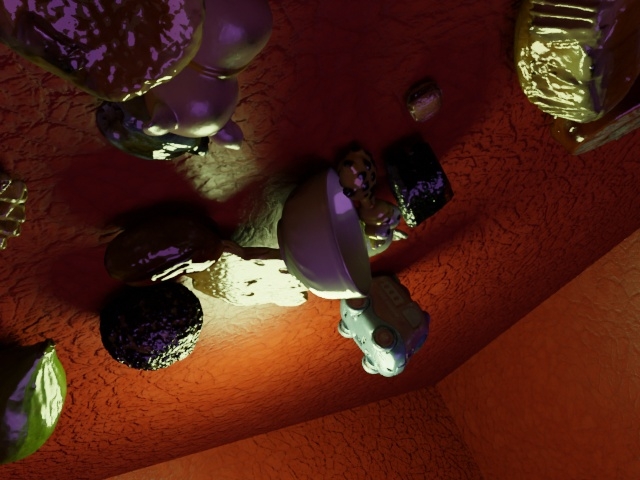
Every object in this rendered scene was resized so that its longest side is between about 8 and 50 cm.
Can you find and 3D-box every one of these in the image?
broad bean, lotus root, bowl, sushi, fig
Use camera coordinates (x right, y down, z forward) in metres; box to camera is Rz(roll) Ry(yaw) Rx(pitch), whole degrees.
[{"bbox_3d":[-0.299,0.015,1.191,0.228,0.122,0.156,-12,161,-18],"label":"broad bean"},{"bbox_3d":[-0.244,-0.172,0.940,0.113,0.088,0.192,-31,155,29],"label":"lotus root"},{"bbox_3d":[0.000,0.000,1.285,0.145,0.277,0.277,-18,156,16],"label":"bowl"},{"bbox_3d":[0.216,-0.123,1.375,0.126,0.136,0.225,-27,160,9],"label":"sushi"},{"bbox_3d":[-0.645,0.339,1.366,0.314,0.233,0.233,-33,153,4],"label":"fig"}]

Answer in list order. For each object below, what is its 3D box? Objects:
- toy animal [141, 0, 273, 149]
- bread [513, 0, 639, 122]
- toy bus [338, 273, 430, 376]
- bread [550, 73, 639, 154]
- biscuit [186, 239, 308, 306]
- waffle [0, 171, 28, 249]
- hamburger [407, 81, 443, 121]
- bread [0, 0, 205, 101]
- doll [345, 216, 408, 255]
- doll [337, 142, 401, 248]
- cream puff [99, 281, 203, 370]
[{"bbox_3d":[-0.147,-0.253,0.818,0.165,0.149,0.248,5,120,-39],"label":"toy animal"},{"bbox_3d":[0.475,-0.376,1.127,0.236,0.183,0.389,-39,148,-9],"label":"bread"},{"bbox_3d":[0.200,0.239,1.844,0.231,0.294,0.197,-26,152,-21],"label":"toy bus"},{"bbox_3d":[0.691,-0.315,1.397,0.327,0.114,0.295,-25,170,7],"label":"bread"},{"bbox_3d":[-0.154,0.079,1.426,0.269,0.051,0.376,-18,149,30],"label":"biscuit"},{"bbox_3d":[-0.573,-0.044,0.924,0.249,0.056,0.253,-7,149,-32],"label":"waffle"},{"bbox_3d":[0.203,-0.269,1.196,0.076,0.044,0.083,-25,151,3],"label":"hamburger"},{"bbox_3d":[-0.243,-0.273,0.668,0.244,0.134,0.244,-8,134,-8],"label":"bread"},{"bbox_3d":[0.079,-0.007,1.495,0.275,0.113,0.155,-18,173,-25],"label":"doll"},{"bbox_3d":[0.106,-0.087,1.337,0.117,0.086,0.291,-56,142,-22],"label":"doll"},{"bbox_3d":[-0.377,0.202,1.408,0.239,0.165,0.239,-22,155,-11],"label":"cream puff"}]
